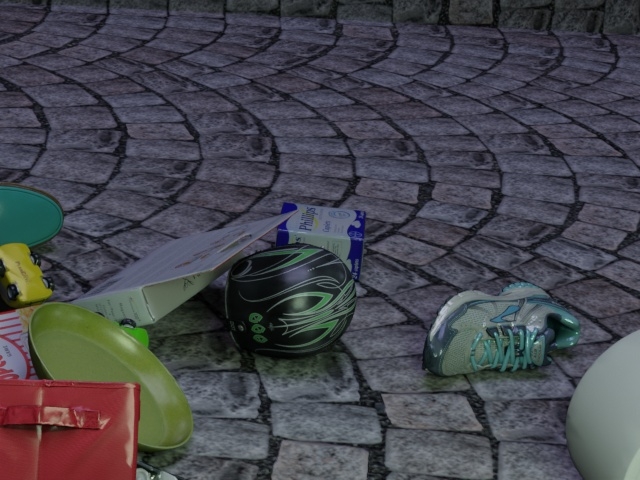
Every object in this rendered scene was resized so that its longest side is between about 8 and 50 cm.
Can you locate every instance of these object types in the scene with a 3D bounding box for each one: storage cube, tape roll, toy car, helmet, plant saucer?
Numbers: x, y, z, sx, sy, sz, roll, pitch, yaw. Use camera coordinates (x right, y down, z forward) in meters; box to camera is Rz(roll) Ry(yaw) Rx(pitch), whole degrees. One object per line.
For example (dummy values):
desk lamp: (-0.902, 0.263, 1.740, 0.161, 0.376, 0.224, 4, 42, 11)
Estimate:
storage cube: (-0.271, 0.240, 1.481, 0.183, 0.193, 0.215, 3, -12, -8)
tape roll: (0.415, 0.232, 1.681, 0.246, 0.246, 0.169, 0, 22, -14)
toy car: (-0.338, 0.123, 1.978, 0.225, 0.053, 0.239, 15, 45, -13)
helmet: (-0.034, 0.082, 2.052, 0.161, 0.169, 0.169, -5, 19, 16)
plant saucer: (-0.258, 0.171, 1.815, 0.241, 0.037, 0.241, 37, 17, -13)

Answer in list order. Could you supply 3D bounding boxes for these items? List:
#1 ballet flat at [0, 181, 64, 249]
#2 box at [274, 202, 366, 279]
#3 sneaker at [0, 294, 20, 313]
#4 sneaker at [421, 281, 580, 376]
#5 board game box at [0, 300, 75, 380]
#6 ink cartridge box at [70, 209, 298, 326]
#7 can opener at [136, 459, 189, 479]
ballet flat: (-0.563, -0.022, 2.281, 0.342, 0.116, 0.124, -13, 9, -30)
box: (0.000, 0.000, 2.376, 0.137, 0.072, 0.126, 5, 21, 1)
sneaker: (-0.498, 0.064, 2.051, 0.234, 0.106, 0.078, 1, 22, -12)
sneaker: (0.254, 0.128, 2.080, 0.122, 0.110, 0.283, 28, 31, 36)
board game box: (-0.384, 0.160, 1.848, 0.193, 0.045, 0.147, -12, 56, -35)
ink cartridge box: (-0.177, 0.044, 2.115, 0.239, 0.060, 0.275, -12, 13, 28)
can opener: (-0.265, 0.258, 1.707, 0.280, 0.074, 0.093, 19, -9, 27)
